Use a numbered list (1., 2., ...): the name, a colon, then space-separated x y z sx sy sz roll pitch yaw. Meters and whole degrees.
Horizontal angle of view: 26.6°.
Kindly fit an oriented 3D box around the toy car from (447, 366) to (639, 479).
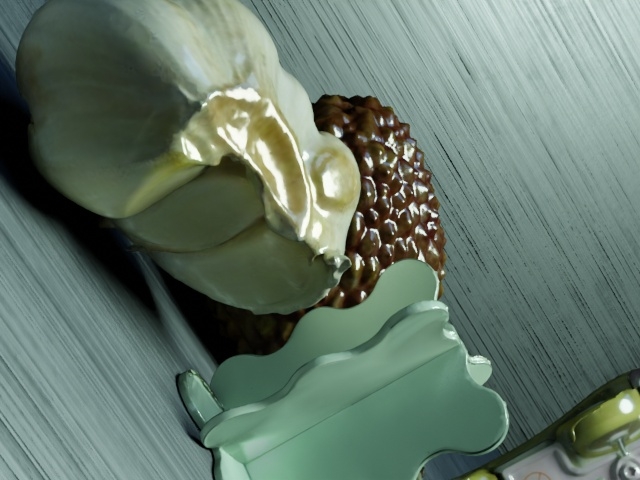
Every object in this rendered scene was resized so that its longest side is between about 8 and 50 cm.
1. toy car: 0.258 0.296 1.339 0.242 0.336 0.226 61 5 12

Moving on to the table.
1. table: 0.024 0.118 0.989 0.166 0.198 0.166 58 8 -12

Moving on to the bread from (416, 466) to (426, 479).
1. bread: 0.023 0.142 1.482 0.316 0.054 0.316 59 8 -13

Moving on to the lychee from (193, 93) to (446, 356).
1. lychee: 0.000 0.000 1.164 0.271 0.236 0.236 103 -27 -42

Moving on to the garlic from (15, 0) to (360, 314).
1. garlic: -0.099 -0.078 0.969 0.281 0.203 0.185 35 54 -40
